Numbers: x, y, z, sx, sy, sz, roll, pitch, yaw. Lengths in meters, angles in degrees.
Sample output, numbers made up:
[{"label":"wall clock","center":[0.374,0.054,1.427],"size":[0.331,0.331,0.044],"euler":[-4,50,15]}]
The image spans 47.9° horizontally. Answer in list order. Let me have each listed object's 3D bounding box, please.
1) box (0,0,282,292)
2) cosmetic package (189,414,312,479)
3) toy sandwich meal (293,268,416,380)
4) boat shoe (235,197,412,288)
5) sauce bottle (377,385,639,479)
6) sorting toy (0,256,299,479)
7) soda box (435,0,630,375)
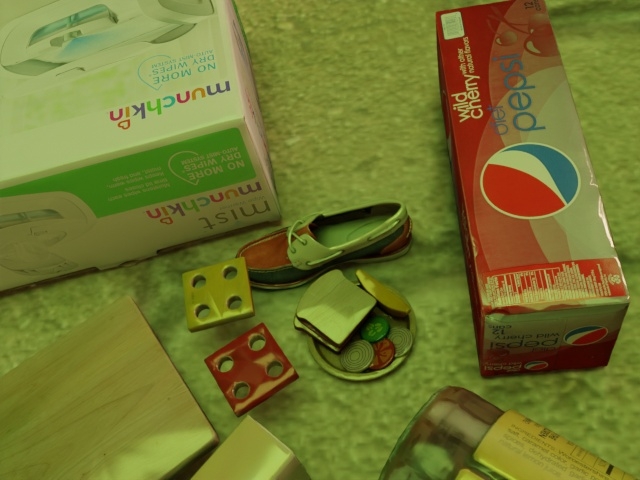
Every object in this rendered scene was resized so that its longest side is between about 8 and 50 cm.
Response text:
[{"label":"box","center":[-0.183,-0.102,0.591],"size":[0.262,0.126,0.231],"euler":[-14,53,2]},{"label":"cosmetic package","center":[-0.061,0.166,0.424],"size":[0.041,0.060,0.115],"euler":[33,68,29]},{"label":"toy sandwich meal","center":[0.024,0.055,0.496],"size":[0.086,0.029,0.085],"euler":[-6,56,9]},{"label":"boat shoe","center":[0.000,0.000,0.530],"size":[0.137,0.043,0.049],"euler":[-12,57,6]},{"label":"sauce bottle","center":[0.184,0.193,0.321],"size":[0.344,0.111,0.111],"euler":[28,67,27]},{"label":"sorting toy","center":[-0.141,0.121,0.479],"size":[0.274,0.046,0.132],"euler":[-35,57,-11]},{"label":"soda box","center":[0.134,-0.046,0.499],"size":[0.083,0.092,0.263],"euler":[-6,56,8]}]
